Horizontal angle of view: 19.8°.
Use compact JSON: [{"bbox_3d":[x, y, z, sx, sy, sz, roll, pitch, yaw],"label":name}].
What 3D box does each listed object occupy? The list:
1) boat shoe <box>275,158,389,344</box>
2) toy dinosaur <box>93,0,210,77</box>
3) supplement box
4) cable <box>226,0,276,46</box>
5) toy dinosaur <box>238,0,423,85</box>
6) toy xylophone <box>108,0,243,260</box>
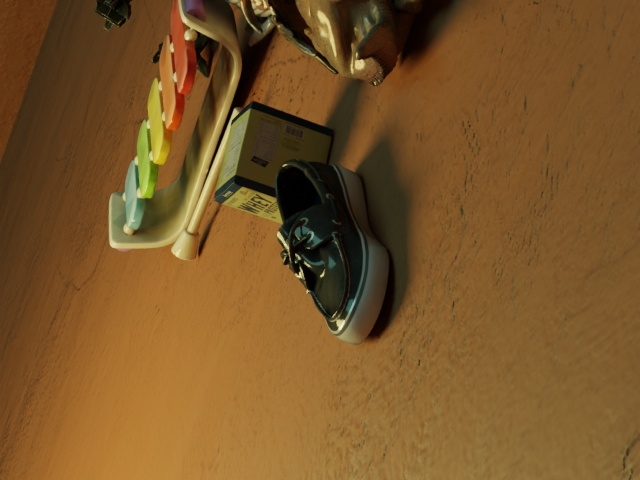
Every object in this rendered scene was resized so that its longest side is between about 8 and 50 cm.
[{"bbox_3d":[0.000,0.000,1.473,0.228,0.076,0.080,-98,31,-55],"label":"boat shoe"},{"bbox_3d":[-0.155,-0.327,2.232,0.218,0.164,0.322,-60,-3,-12],"label":"toy dinosaur"},{"bbox_3d":[-0.043,-0.068,1.657,0.056,0.083,0.083,145,140,-63],"label":"supplement box"},{"bbox_3d":[-0.045,-0.368,1.953,0.257,0.089,0.257,136,148,-56],"label":"cable"},{"bbox_3d":[0.020,-0.200,1.560,0.296,0.127,0.200,-111,34,-46],"label":"toy dinosaur"},{"bbox_3d":[-0.155,-0.123,2.025,0.236,0.081,0.323,-110,36,-64],"label":"toy xylophone"}]
